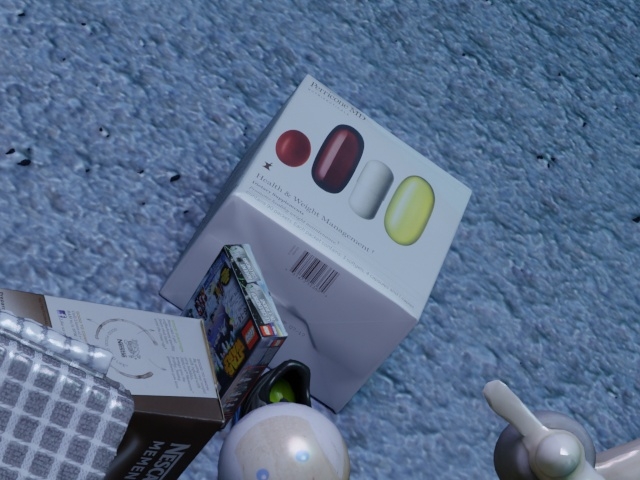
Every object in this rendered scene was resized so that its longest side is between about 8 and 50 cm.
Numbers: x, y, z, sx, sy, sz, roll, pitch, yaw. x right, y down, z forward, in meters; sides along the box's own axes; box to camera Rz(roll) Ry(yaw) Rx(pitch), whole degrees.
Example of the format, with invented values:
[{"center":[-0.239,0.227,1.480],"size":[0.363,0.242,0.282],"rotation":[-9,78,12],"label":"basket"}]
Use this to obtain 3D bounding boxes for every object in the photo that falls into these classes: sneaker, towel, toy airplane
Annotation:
[{"center":[-0.038,0.172,1.486],"size":[0.067,0.078,0.188],"rotation":[24,41,-19],"label":"sneaker"},{"center":[-0.270,0.167,1.154],"size":[0.235,0.284,0.121],"rotation":[25,-4,-15],"label":"towel"},{"center":[0.010,0.222,1.230],"size":[0.386,0.384,0.272],"rotation":[-39,115,-43],"label":"toy airplane"}]

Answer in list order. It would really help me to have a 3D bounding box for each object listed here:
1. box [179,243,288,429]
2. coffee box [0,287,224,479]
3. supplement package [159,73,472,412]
[{"center":[-0.079,0.080,1.494],"size":[0.027,0.137,0.094],"rotation":[-3,53,-33],"label":"box"},{"center":[-0.214,0.118,1.344],"size":[0.246,0.141,0.098],"rotation":[10,46,-32],"label":"coffee box"},{"center":[0.000,0.000,1.631],"size":[0.194,0.149,0.203],"rotation":[34,39,-6],"label":"supplement package"}]
